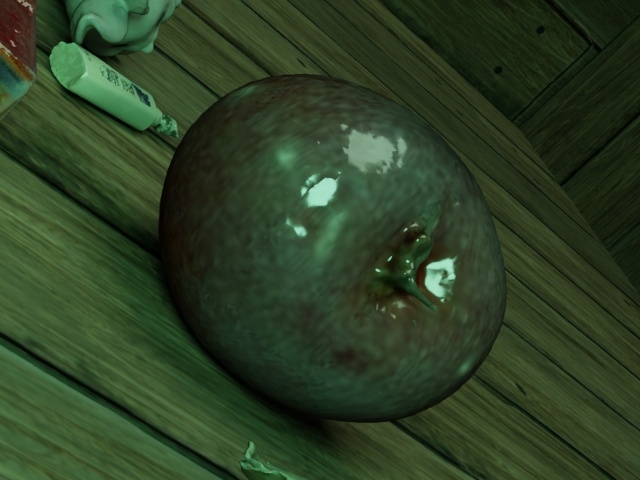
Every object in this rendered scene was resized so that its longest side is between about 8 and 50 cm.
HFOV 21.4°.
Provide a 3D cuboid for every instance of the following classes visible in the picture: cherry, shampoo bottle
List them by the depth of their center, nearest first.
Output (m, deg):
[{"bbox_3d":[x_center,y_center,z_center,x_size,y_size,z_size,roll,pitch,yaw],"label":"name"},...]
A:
[{"bbox_3d":[0.000,0.000,1.207,0.261,0.221,0.307,49,-2,-27],"label":"cherry"},{"bbox_3d":[-0.169,-0.121,1.424,0.049,0.034,0.141,45,9,38],"label":"shampoo bottle"}]

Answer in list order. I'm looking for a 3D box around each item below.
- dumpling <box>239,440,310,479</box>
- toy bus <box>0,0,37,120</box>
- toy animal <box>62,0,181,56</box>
[{"bbox_3d":[0.087,0.202,0.877,0.315,0.233,0.395,44,-1,1],"label":"dumpling"},{"bbox_3d":[-0.236,-0.142,1.180,0.065,0.077,0.192,43,14,-27],"label":"toy bus"},{"bbox_3d":[-0.171,-0.204,1.480,0.130,0.104,0.221,59,0,-29],"label":"toy animal"}]
